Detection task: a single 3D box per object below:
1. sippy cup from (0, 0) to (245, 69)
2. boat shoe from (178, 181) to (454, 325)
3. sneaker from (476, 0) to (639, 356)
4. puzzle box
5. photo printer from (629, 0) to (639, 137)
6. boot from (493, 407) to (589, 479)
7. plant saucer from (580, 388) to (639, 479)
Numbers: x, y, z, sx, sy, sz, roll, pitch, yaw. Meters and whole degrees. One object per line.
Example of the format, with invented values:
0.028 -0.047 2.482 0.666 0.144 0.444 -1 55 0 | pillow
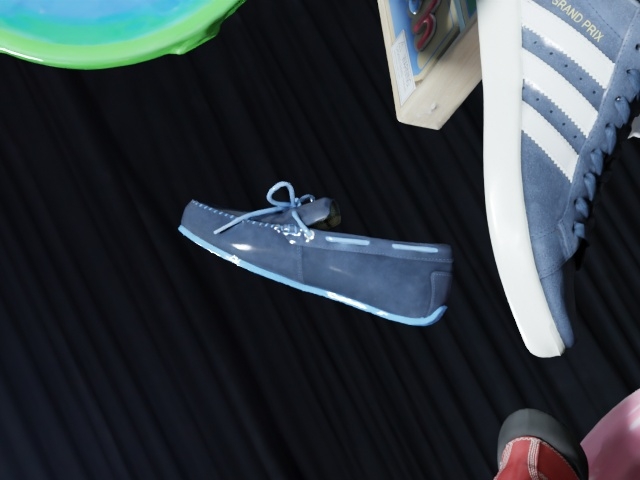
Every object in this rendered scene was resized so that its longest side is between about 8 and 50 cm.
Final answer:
-0.131 -0.210 0.726 0.240 0.305 0.224 -55 -174 0 | sippy cup
0.000 0.000 1.132 0.109 0.258 0.089 -28 135 -82 | boat shoe
0.190 -0.095 0.866 0.148 0.350 0.131 -4 174 11 | sneaker
0.133 -0.353 1.240 0.052 0.409 0.272 9 144 -24 | puzzle box
0.316 -0.256 1.012 0.256 0.107 0.307 -28 140 -53 | photo printer
0.175 0.248 0.865 0.088 0.244 0.176 -13 -160 21 | boot
0.324 0.271 1.012 0.332 0.332 0.084 -21 -161 -22 | plant saucer
